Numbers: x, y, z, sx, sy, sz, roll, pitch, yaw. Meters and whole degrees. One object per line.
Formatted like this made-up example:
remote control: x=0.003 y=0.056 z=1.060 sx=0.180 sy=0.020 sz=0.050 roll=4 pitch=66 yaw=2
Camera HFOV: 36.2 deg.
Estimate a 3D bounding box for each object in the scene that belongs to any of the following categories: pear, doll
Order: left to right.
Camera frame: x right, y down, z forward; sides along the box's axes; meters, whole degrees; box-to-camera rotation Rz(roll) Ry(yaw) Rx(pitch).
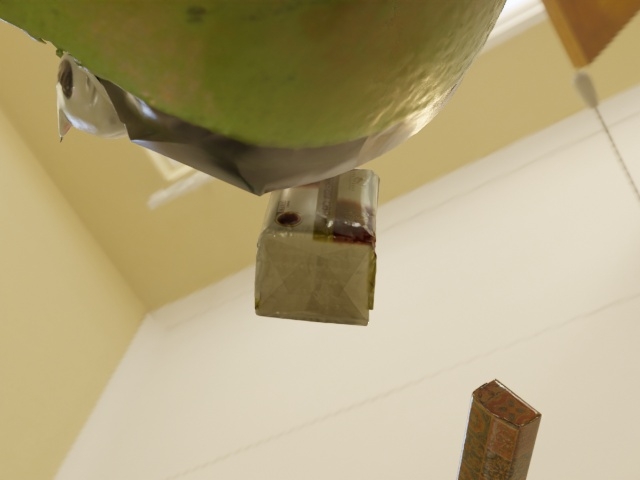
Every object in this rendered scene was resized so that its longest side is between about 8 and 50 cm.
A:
doll: x=-0.142 y=-0.134 z=0.826 sx=0.181 sy=0.107 sz=0.110 roll=7 pitch=-110 yaw=13
pear: x=-0.026 y=-0.240 z=0.484 sx=0.399 sy=0.399 sz=0.165 roll=-44 pitch=-171 yaw=-31

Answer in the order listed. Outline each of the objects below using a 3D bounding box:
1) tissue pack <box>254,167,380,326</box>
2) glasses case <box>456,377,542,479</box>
tissue pack: x=0.000 y=-0.001 z=0.907 sx=0.106 sy=0.099 sz=0.148 roll=5 pitch=-152 yaw=0
glasses case: x=0.204 y=0.272 z=1.173 sx=0.049 sy=0.218 sz=0.075 roll=-23 pitch=-136 yaw=-30
